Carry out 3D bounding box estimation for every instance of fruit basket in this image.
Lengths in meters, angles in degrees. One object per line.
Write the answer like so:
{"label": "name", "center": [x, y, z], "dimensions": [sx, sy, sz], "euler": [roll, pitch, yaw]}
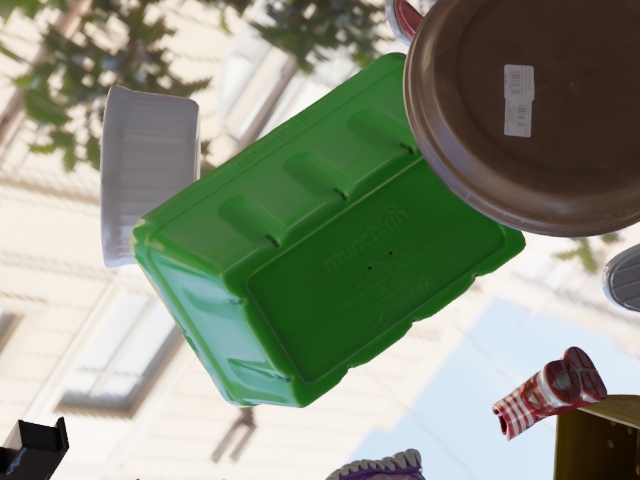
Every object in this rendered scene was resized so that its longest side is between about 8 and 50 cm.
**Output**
{"label": "fruit basket", "center": [0.000, 0.000, 1.509], "dimensions": [0.283, 0.392, 0.392], "euler": [60, -169, -21]}

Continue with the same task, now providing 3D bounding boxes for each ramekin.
{"label": "ramekin", "center": [-0.253, -0.093, 2.121], "dimensions": [0.135, 0.277, 0.277], "euler": [2, -156, -3]}

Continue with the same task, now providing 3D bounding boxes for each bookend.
{"label": "bookend", "center": [-0.508, 0.346, 2.245], "dimensions": [0.157, 0.156, 0.072], "euler": [16, -148, -31]}

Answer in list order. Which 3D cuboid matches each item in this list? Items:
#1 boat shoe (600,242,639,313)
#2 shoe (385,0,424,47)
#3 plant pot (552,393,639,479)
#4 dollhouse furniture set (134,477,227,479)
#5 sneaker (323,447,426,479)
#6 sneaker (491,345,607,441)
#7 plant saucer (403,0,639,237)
{"label": "boat shoe", "center": [0.521, 0.038, 1.949], "dimensions": [0.302, 0.109, 0.094], "euler": [-9, -174, -14]}
{"label": "shoe", "center": [0.178, -0.329, 2.230], "dimensions": [0.178, 0.081, 0.063], "euler": [47, -134, -38]}
{"label": "plant pot", "center": [0.491, 0.340, 2.114], "dimensions": [0.212, 0.212, 0.187], "euler": [14, -159, 40]}
{"label": "dollhouse furniture set", "center": [-0.158, 0.489, 1.728], "dimensions": [0.355, 0.303, 0.174], "euler": [47, -169, -15]}
{"label": "sneaker", "center": [0.075, 0.355, 1.896], "dimensions": [0.236, 0.095, 0.104], "euler": [-5, -125, -47]}
{"label": "sneaker", "center": [0.304, 0.211, 1.926], "dimensions": [0.221, 0.128, 0.087], "euler": [9, -127, -60]}
{"label": "plant saucer", "center": [0.212, -0.137, 1.240], "dimensions": [0.278, 0.278, 0.041], "euler": [39, 162, 10]}
